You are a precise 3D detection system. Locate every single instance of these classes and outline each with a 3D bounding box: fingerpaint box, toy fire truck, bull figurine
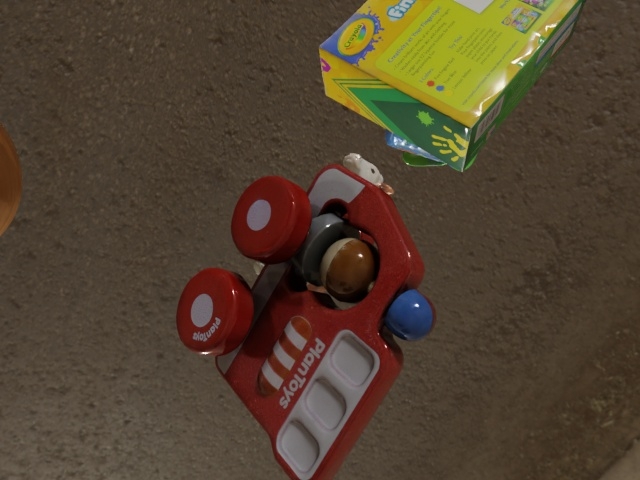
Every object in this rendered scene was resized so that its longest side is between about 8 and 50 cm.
[{"bbox_3d":[0.281,-0.424,1.159,0.445,0.371,0.163,-49,158,-16],"label":"fingerpaint box"},{"bbox_3d":[0.000,0.078,0.604,0.169,0.254,0.302,24,101,-50],"label":"toy fire truck"},{"bbox_3d":[0.000,0.000,0.898,0.188,0.101,0.310,-20,146,-36],"label":"bull figurine"}]

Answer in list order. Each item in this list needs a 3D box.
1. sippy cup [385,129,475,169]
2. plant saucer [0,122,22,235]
[{"bbox_3d":[0.293,-0.317,1.410,0.224,0.240,0.305,8,116,-4],"label":"sippy cup"},{"bbox_3d":[-0.352,-0.045,0.429,0.200,0.037,0.200,-17,133,-19],"label":"plant saucer"}]
